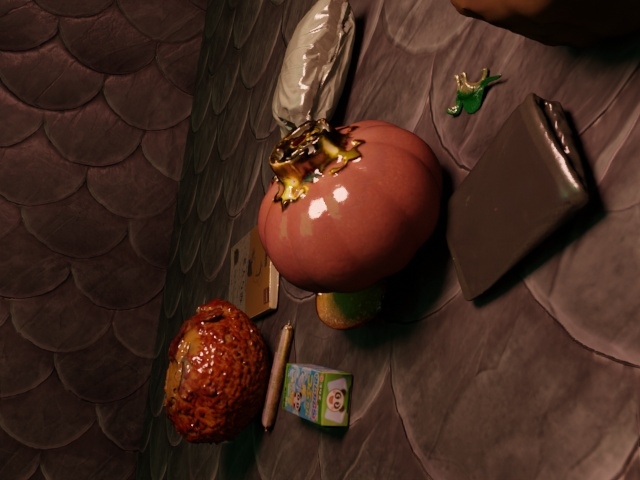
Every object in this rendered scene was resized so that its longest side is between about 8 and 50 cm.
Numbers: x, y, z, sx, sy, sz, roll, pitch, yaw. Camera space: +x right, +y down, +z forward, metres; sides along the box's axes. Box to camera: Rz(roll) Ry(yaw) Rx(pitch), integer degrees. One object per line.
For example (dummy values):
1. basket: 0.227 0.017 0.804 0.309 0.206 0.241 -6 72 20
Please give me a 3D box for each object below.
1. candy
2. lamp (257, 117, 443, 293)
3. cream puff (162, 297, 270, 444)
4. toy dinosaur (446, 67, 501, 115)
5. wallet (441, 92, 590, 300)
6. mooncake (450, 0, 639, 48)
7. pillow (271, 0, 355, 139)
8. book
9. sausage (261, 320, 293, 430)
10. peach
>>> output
1. candy: -0.009 0.292 1.168 0.194 0.062 0.097 -12 70 64
2. lamp: 0.033 -0.066 0.927 0.305 0.240 0.305 -29 30 19
3. cream puff: -0.232 0.316 1.442 0.350 0.228 0.351 7 -90 -81
4. toy dinosaur: 0.225 -0.217 0.882 0.119 0.029 0.060 0 97 61
5. wallet: 0.233 -0.045 0.766 0.245 0.052 0.169 122 148 -50
6. mooncake: 0.275 -0.359 0.616 0.324 0.187 0.324 -169 90 -69
7. pillow: -0.021 -0.366 1.358 0.283 0.138 0.310 -165 89 -78
8. book: -0.193 0.096 1.699 0.389 0.032 0.269 144 130 -59
9. sausage: -0.100 0.313 1.401 0.033 0.032 0.269 -154 75 -66
10. peach: 0.073 0.075 1.057 0.189 0.068 0.279 -65 23 9
